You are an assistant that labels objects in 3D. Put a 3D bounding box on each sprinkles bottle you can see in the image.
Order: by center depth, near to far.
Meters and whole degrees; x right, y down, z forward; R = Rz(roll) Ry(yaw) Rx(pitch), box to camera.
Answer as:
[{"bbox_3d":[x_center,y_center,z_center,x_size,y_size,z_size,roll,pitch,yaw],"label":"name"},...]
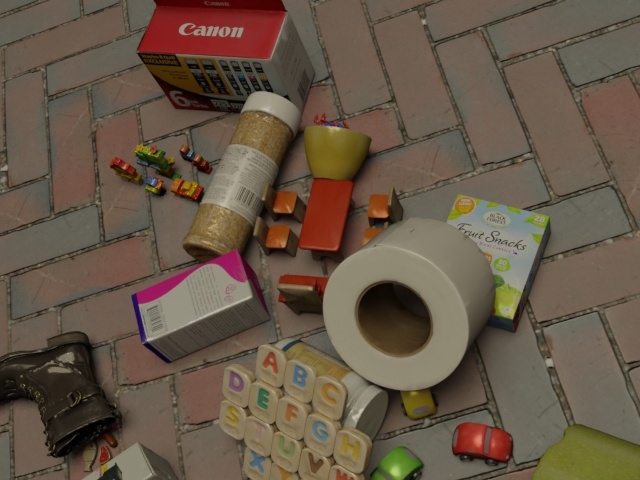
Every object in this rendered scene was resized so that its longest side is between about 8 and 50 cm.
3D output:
[{"bbox_3d":[-0.153,-0.121,1.717,0.121,0.121,0.355,13,68,22],"label":"sprinkles bottle"}]

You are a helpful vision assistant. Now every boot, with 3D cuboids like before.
[{"bbox_3d":[-0.513,0.304,1.609,0.263,0.091,0.229,-27,52,0],"label":"boot"}]

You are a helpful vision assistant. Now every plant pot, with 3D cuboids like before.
[{"bbox_3d":[0.435,0.393,1.211,0.254,0.276,0.276,24,72,38],"label":"plant pot"},{"bbox_3d":[0.027,-0.161,1.690,0.134,0.134,0.095,7,84,20],"label":"plant pot"}]

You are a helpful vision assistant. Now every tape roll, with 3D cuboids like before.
[{"bbox_3d":[0.147,0.100,1.416,0.246,0.169,0.246,8,110,24],"label":"tape roll"}]

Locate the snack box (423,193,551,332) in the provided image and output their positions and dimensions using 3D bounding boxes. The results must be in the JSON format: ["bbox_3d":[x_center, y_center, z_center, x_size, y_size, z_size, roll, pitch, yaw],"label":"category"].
[{"bbox_3d":[0.292,0.037,1.530,0.174,0.070,0.207,15,68,23],"label":"snack box"}]

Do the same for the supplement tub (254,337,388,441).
[{"bbox_3d":[-0.002,0.264,1.457,0.199,0.144,0.144,24,72,26],"label":"supplement tub"}]

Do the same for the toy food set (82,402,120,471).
[{"bbox_3d":[-0.407,0.361,1.601,0.078,0.019,0.122,-13,60,10],"label":"toy food set"}]

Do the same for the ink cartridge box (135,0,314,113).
[{"bbox_3d":[-0.203,-0.389,1.785,0.309,0.272,0.130,7,66,21],"label":"ink cartridge box"}]

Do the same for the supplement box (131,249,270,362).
[{"bbox_3d":[-0.222,0.124,1.616,0.220,0.114,0.111,-23,58,5],"label":"supplement box"}]

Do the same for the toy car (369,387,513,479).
[{"bbox_3d":[0.164,0.337,1.422,0.239,0.053,0.225,38,79,29],"label":"toy car"}]

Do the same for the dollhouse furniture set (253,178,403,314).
[{"bbox_3d":[0.000,0.000,1.599,0.262,0.135,0.259,3,64,18],"label":"dollhouse furniture set"}]

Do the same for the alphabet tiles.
[{"bbox_3d":[-0.048,0.314,1.402,0.284,0.278,0.021,24,30,26],"label":"alphabet tiles"}]

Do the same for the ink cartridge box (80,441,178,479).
[{"bbox_3d":[-0.343,0.437,1.481,0.175,0.127,0.072,-34,56,-3],"label":"ink cartridge box"}]

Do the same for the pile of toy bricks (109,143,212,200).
[{"bbox_3d":[-0.337,-0.164,1.804,0.212,0.105,0.118,18,70,24],"label":"pile of toy bricks"}]

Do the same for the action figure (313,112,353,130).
[{"bbox_3d":[0.039,-0.230,1.765,0.115,0.038,0.030,35,118,28],"label":"action figure"}]
